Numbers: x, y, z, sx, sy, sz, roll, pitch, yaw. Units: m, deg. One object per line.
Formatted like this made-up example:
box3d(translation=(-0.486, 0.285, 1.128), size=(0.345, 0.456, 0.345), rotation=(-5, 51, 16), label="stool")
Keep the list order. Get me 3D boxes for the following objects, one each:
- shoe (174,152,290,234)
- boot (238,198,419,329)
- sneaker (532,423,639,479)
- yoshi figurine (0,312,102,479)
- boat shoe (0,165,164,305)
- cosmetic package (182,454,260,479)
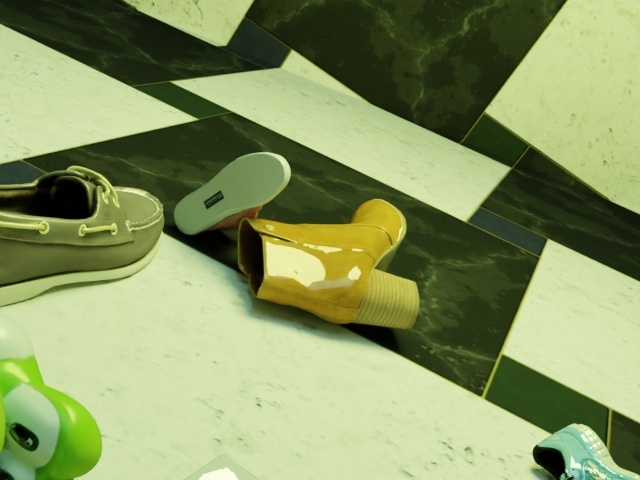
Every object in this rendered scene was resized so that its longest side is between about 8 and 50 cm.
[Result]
box3d(translation=(-0.095, -0.058, 1.092), size=(0.081, 0.178, 0.064), rotation=(-7, 73, -59), label="shoe")
box3d(translation=(0.000, 0.001, 1.105), size=(0.211, 0.104, 0.295), rotation=(17, 25, -15), label="boot")
box3d(translation=(0.263, 0.246, 0.846), size=(0.073, 0.063, 0.162), rotation=(-8, 27, -23), label="sneaker")
box3d(translation=(-0.309, 0.057, 0.553), size=(0.362, 0.204, 0.203), rotation=(29, 37, 13), label="yoshi figurine")
box3d(translation=(-0.261, -0.020, 0.899), size=(0.116, 0.097, 0.324), rotation=(30, 21, 20), label="boat shoe")
box3d(translation=(-0.102, 0.213, 0.446), size=(0.085, 0.117, 0.231), rotation=(30, 21, 19), label="cosmetic package")
